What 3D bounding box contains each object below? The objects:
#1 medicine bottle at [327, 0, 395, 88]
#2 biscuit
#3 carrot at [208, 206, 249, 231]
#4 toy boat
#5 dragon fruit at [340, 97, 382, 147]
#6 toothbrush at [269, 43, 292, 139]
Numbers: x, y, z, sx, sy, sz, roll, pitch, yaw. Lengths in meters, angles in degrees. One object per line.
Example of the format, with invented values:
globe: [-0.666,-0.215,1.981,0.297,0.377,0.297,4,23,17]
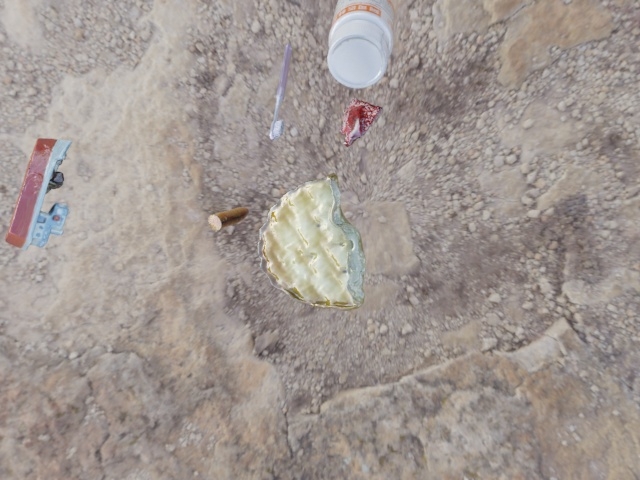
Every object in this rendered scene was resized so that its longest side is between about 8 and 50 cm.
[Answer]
medicine bottle: [0.090,-0.446,1.419,0.145,0.252,0.144,4,136,4]
biscuit: [0.000,0.000,1.606,0.329,0.078,0.334,27,106,19]
carrot: [-0.242,-0.061,1.768,0.048,0.139,0.048,10,109,32]
toy boat: [-0.747,-0.134,1.781,0.133,0.145,0.331,18,67,-26]
dragon fruit: [0.078,-0.279,1.531,0.063,0.097,0.131,40,74,-13]
toothbrush: [-0.091,-0.375,1.606,0.029,0.024,0.353,-13,48,21]
